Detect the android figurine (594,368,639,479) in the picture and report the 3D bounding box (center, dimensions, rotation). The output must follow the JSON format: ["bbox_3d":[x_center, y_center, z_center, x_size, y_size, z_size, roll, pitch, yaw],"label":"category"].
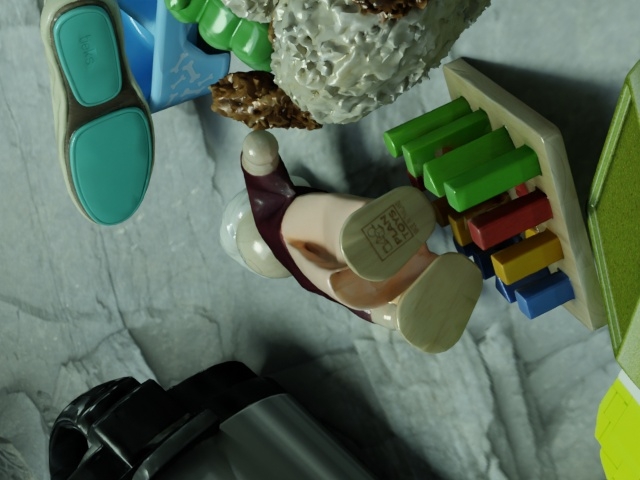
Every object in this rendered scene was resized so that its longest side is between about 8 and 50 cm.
[{"bbox_3d":[0.275,0.115,1.200,0.248,0.056,0.273,53,134,39],"label":"android figurine"}]

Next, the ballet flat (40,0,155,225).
[{"bbox_3d":[-0.188,-0.124,1.515,0.086,0.086,0.248,32,142,29],"label":"ballet flat"}]

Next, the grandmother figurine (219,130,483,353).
[{"bbox_3d":[0.000,0.000,1.430,0.208,0.104,0.342,61,164,-12],"label":"grandmother figurine"}]

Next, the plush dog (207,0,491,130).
[{"bbox_3d":[0.039,-0.161,1.116,0.211,0.225,0.262,32,138,-4],"label":"plush dog"}]

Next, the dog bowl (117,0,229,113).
[{"bbox_3d":[-0.153,-0.220,1.501,0.166,0.074,0.297,39,146,20],"label":"dog bowl"}]

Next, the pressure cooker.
[{"bbox_3d":[-0.101,0.322,1.720,0.420,0.375,0.370,43,109,15],"label":"pressure cooker"}]

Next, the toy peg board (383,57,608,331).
[{"bbox_3d":[0.116,-0.022,1.292,0.161,0.079,0.160,48,160,59],"label":"toy peg board"}]

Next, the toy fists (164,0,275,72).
[{"bbox_3d":[-0.087,-0.250,1.314,0.142,0.096,0.279,-30,99,33],"label":"toy fists"}]

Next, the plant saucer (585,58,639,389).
[{"bbox_3d":[0.210,-0.013,1.151,0.188,0.045,0.188,98,171,-50],"label":"plant saucer"}]
